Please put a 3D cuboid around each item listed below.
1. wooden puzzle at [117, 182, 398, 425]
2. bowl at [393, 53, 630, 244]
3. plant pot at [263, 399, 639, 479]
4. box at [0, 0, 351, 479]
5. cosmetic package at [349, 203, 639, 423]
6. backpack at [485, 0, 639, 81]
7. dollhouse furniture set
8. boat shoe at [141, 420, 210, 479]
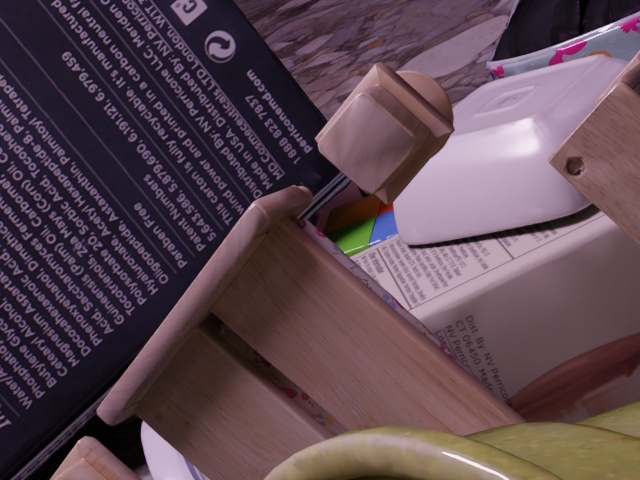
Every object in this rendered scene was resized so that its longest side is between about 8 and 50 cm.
[{"bbox_3d":[0.000,0.000,1.265,0.322,0.080,0.348,-20,18,19],"label":"wooden puzzle"},{"bbox_3d":[0.115,-0.057,0.887,0.142,0.053,0.142,-10,20,44],"label":"bowl"},{"bbox_3d":[0.153,0.131,0.432,0.254,0.276,0.276,-23,14,-30],"label":"plant pot"},{"bbox_3d":[-0.306,-0.018,1.252,0.472,0.297,0.480,-45,19,-15],"label":"box"},{"bbox_3d":[0.167,0.024,0.881,0.296,0.129,0.153,-26,16,2],"label":"cosmetic package"},{"bbox_3d":[0.241,-0.135,1.129,0.225,0.191,0.253,-20,11,26],"label":"backpack"},{"bbox_3d":[0.091,0.089,0.765,0.355,0.303,0.174,-51,-7,22],"label":"dollhouse furniture set"},{"bbox_3d":[-0.054,0.118,0.978,0.084,0.095,0.258,-29,18,4],"label":"boat shoe"}]
